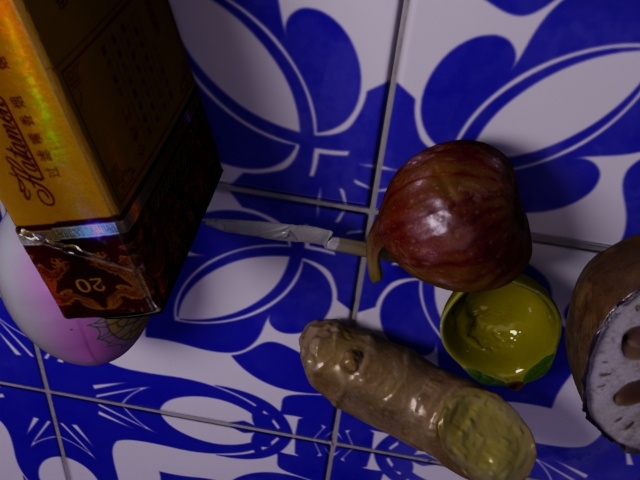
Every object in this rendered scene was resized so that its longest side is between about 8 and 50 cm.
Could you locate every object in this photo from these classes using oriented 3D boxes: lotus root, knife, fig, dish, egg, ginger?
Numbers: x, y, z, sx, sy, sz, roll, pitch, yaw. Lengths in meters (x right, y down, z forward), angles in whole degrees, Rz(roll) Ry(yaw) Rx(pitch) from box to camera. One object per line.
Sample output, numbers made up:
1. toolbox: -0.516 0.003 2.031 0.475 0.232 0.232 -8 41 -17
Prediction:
1. lotus root: 0.396 0.093 0.848 0.272 0.192 0.272 1 119 2
2. knife: 0.000 -0.002 0.901 0.298 0.017 0.047 10 158 -16
3. fig: 0.122 -0.020 0.828 0.207 0.175 0.175 -5 129 28
4. dish: 0.229 0.096 0.950 0.149 0.080 0.208 -9 126 16
5. egg: -0.306 0.046 0.947 0.196 0.196 0.271 11 146 2
6. ginger: 0.123 0.216 1.007 0.354 0.126 0.190 28 166 23

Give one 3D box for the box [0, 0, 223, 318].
1. box: -0.225 -0.156 0.710 0.115 0.264 0.415 -4 129 12
